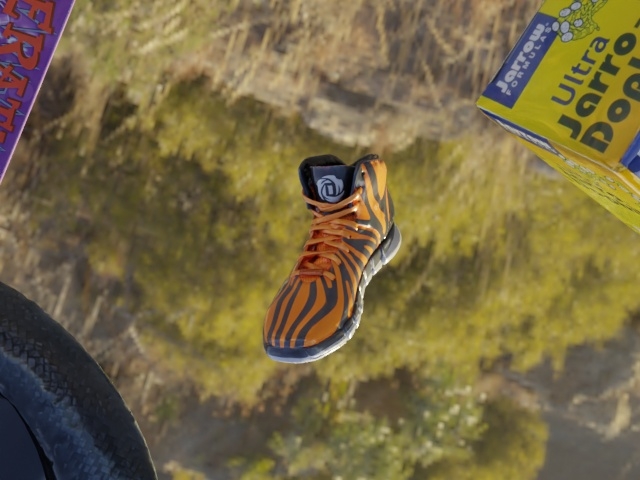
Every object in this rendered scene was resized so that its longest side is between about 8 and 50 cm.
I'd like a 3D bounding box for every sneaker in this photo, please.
[{"bbox_3d":[0.000,0.000,1.664,0.125,0.321,0.180,4,127,22],"label":"sneaker"}]

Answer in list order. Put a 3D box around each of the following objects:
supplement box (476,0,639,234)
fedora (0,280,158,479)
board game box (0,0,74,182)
[{"bbox_3d":[0.357,-0.104,1.286,0.356,0.194,0.195,30,-177,-40],"label":"supplement box"},{"bbox_3d":[-0.208,0.160,0.732,0.334,0.334,0.152,6,-171,18],"label":"fedora"},{"bbox_3d":[-0.316,-0.144,1.016,0.208,0.346,0.056,23,160,-17],"label":"board game box"}]
